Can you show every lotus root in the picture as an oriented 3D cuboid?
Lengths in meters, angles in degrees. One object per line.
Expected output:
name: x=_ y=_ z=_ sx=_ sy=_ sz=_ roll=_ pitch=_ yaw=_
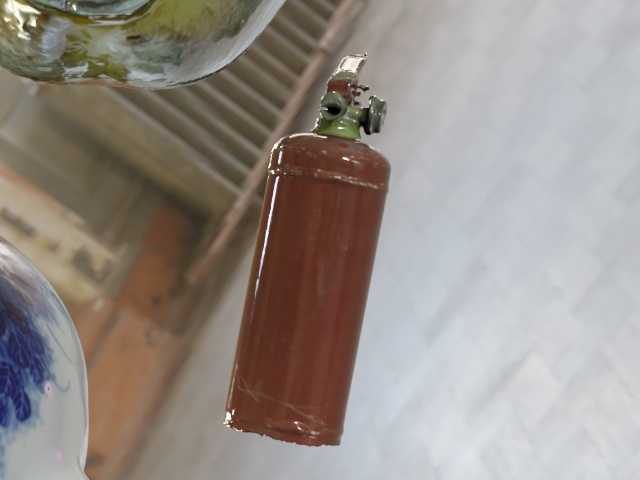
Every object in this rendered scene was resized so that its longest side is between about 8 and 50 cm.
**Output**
lotus root: x=-0.079 y=-0.122 z=0.669 sx=0.140 sy=0.158 sz=0.322 roll=-60 pitch=11 yaw=22

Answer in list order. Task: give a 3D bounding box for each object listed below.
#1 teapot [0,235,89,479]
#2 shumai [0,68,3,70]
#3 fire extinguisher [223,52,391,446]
teapot: x=-0.267 y=0.117 z=0.975 sx=0.280 sy=0.424 sz=0.252 roll=-50 pitch=-23 yaw=-39
shumai: x=-0.206 y=-0.284 z=1.228 sx=0.324 sy=0.397 sz=0.323 roll=88 pitch=175 yaw=-61
fire extinguisher: x=0.000 y=0.000 z=1.561 sx=0.147 sy=0.106 sz=0.337 roll=9 pitch=-87 yaw=-85
